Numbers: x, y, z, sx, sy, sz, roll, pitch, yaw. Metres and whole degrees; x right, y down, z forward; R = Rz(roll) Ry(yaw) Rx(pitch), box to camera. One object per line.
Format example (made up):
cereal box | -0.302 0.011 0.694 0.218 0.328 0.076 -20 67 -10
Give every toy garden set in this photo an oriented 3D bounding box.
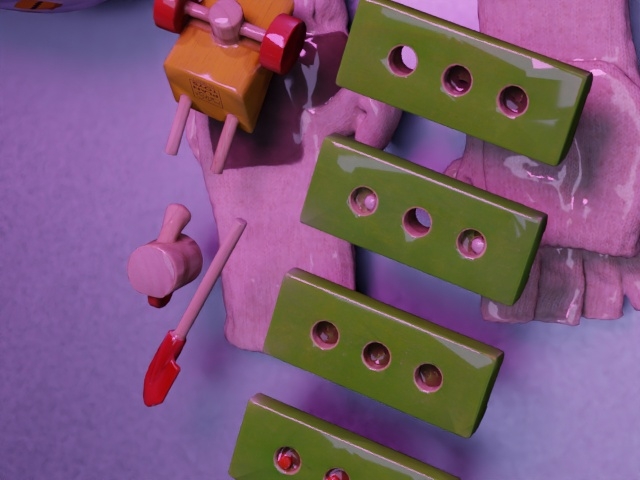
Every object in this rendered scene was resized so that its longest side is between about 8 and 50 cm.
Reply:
toy garden set | 0.000 0.000 0.840 0.203 0.049 0.244 22 110 16

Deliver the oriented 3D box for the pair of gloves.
pair of gloves | 0.046 -0.050 0.857 0.240 0.042 0.204 -6 99 23

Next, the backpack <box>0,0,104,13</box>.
backpack | -0.175 -0.237 0.832 0.263 0.213 0.277 21 97 3
